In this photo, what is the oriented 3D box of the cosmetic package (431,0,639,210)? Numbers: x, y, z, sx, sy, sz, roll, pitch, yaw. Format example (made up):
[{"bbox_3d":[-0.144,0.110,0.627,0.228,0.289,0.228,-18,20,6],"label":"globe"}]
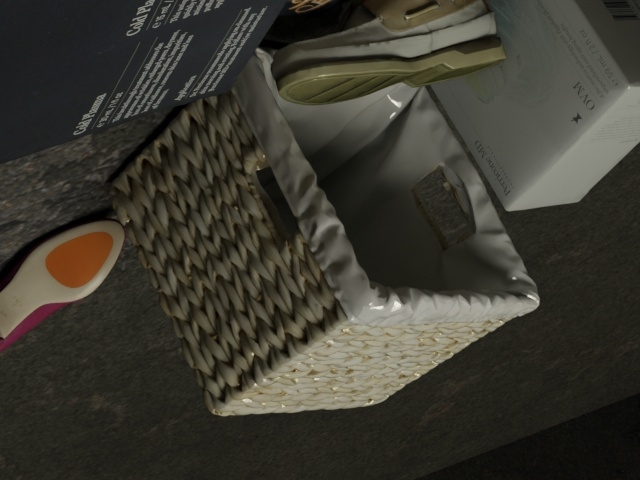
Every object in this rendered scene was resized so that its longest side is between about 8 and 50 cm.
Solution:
[{"bbox_3d":[0.255,-0.189,1.820,0.138,0.224,0.225,-9,150,-41],"label":"cosmetic package"}]

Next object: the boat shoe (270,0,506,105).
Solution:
[{"bbox_3d":[0.061,-0.209,1.695,0.302,0.103,0.113,-14,176,-44],"label":"boat shoe"}]

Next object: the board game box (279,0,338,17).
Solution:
[{"bbox_3d":[-0.046,-0.267,1.509,0.243,0.042,0.165,-6,157,-43],"label":"board game box"}]

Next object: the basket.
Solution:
[{"bbox_3d":[0.000,0.000,1.800,0.266,0.328,0.331,-39,156,29],"label":"basket"}]

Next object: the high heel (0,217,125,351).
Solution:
[{"bbox_3d":[-0.321,0.054,1.904,0.244,0.082,0.117,-44,-171,3],"label":"high heel"}]

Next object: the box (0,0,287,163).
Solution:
[{"bbox_3d":[-0.178,-0.195,1.039,0.312,0.179,0.343,-23,169,-27],"label":"box"}]
